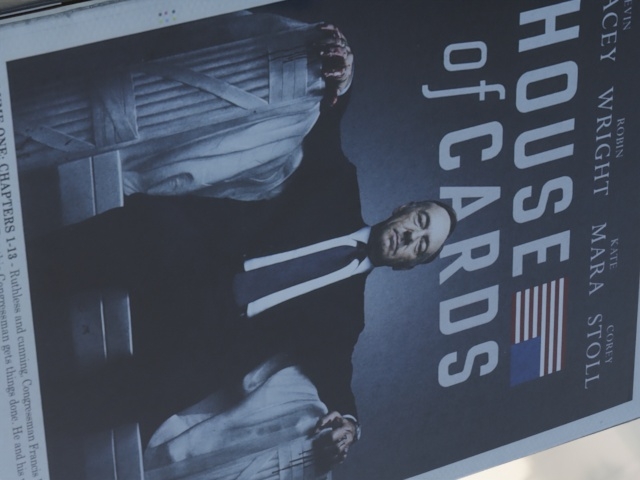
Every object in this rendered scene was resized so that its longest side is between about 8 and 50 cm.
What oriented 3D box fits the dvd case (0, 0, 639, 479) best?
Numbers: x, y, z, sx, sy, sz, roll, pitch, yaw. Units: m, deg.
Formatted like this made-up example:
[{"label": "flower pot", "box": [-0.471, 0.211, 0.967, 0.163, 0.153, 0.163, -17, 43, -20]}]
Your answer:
[{"label": "dvd case", "box": [0.000, 0.000, 0.551, 0.029, 0.239, 0.179, 41, 140, 51]}]
